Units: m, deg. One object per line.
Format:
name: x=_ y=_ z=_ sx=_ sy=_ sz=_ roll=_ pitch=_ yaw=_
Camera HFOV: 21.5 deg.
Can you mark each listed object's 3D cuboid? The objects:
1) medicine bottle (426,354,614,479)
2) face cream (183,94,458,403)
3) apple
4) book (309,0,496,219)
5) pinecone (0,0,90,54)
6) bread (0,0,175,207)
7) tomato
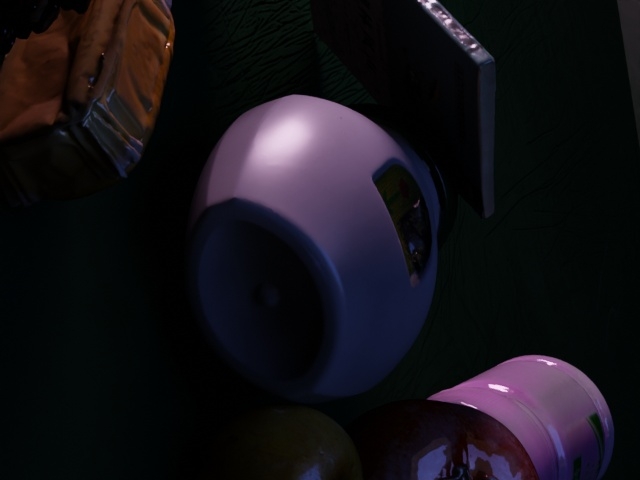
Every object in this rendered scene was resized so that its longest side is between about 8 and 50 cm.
medicine bottle: x=0.224 y=0.269 z=2.110 sx=0.325 sy=0.212 sz=0.212 roll=-13 pitch=91 yaw=-64
face cream: x=0.000 y=0.000 z=1.778 sx=0.312 sy=0.219 sz=0.357 roll=67 pitch=25 yaw=-12
apple: x=-0.044 y=0.248 z=1.672 sx=0.182 sy=0.155 sz=0.182 roll=4 pitch=90 yaw=-65
book: x=0.084 y=-0.224 z=1.909 sx=0.379 sy=0.031 sz=0.264 roll=51 pitch=-17 yaw=34
pinecone: x=-0.284 y=-0.261 z=1.351 sx=0.272 sy=0.224 sz=0.224 roll=-10 pitch=88 yaw=-39
bread: x=-0.212 y=-0.147 z=1.521 sx=0.107 sy=0.136 sz=0.241 roll=53 pitch=35 yaw=-40
tomato: x=0.107 y=0.310 z=1.851 sx=0.270 sy=0.227 sz=0.270 roll=10 pitch=72 yaw=-31
